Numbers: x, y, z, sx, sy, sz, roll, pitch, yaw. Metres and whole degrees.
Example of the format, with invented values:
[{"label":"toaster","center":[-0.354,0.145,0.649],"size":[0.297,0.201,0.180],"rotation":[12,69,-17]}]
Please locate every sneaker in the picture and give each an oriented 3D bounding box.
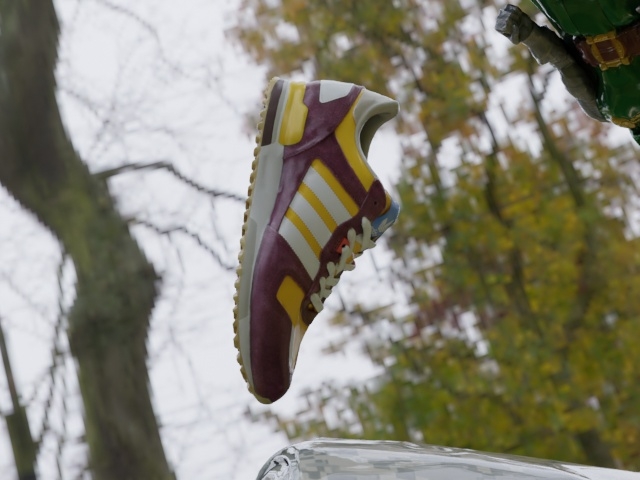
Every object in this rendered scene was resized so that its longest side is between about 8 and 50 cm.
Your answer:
[{"label":"sneaker","center":[0.000,0.000,0.947],"size":[0.083,0.186,0.069],"rotation":[6,-10,3]}]

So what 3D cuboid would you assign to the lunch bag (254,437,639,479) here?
[{"label":"lunch bag","center":[0.095,0.206,0.884],"size":[0.305,0.213,0.256],"rotation":[8,-19,-4]}]

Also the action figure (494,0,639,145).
[{"label":"action figure","center":[0.121,-0.115,0.764],"size":[0.137,0.063,0.232],"rotation":[-9,-50,40]}]
